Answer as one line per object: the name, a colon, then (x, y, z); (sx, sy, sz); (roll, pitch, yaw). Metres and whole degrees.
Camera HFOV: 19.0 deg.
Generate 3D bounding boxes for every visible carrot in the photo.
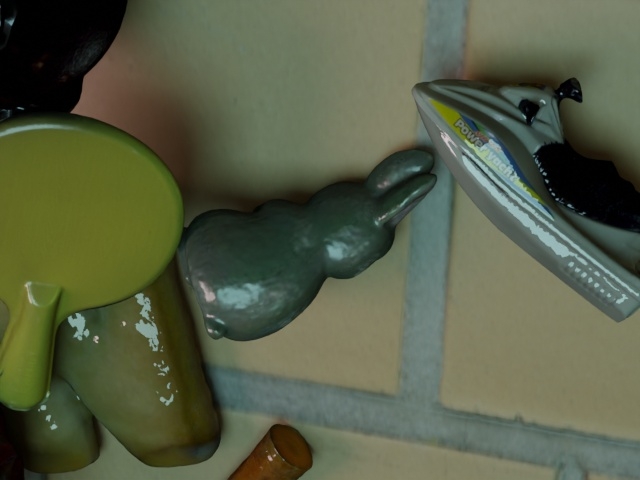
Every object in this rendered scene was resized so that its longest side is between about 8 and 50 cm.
carrot: (-0.089, 0.274, 1.943); (0.057, 0.057, 0.224); (39, 121, -3)

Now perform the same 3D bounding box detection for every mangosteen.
mangosteen: (-0.300, -0.215, 1.678); (0.287, 0.233, 0.288); (7, 115, 15)

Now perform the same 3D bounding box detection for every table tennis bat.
table tennis bat: (-0.251, 0.024, 1.763); (0.224, 0.054, 0.369); (9, 132, -11)

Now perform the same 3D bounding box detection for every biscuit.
biscuit: (-0.235, 0.100, 1.900); (0.237, 0.062, 0.291); (-4, 111, 19)

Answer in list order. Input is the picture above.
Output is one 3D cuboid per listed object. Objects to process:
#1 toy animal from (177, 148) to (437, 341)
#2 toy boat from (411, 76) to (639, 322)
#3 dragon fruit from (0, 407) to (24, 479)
toy animal: (0.001, 0.003, 1.760); (0.251, 0.125, 0.127); (-21, 80, 7)
toy boat: (0.201, -0.056, 1.662); (0.141, 0.141, 0.269); (-34, 99, 26)
dragon fruit: (-0.447, 0.245, 1.881); (0.329, 0.329, 0.329); (6, 115, 14)
